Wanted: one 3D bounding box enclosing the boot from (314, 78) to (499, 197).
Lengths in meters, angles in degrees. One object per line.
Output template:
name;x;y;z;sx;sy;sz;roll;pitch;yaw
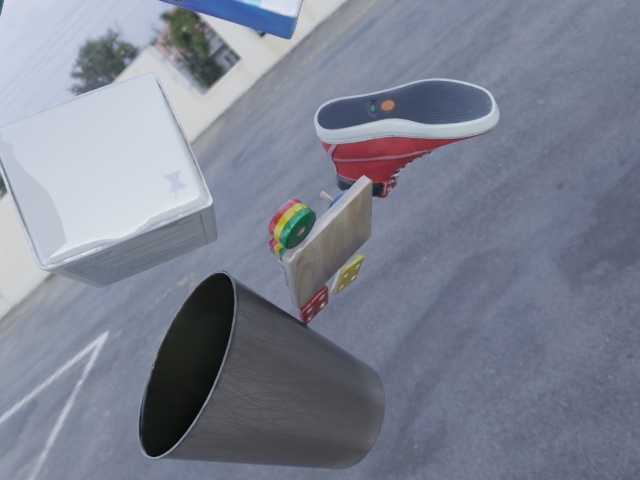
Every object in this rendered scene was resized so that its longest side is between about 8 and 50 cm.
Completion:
boot;0.129;-0.130;1.019;0.244;0.176;0.088;-5;55;14

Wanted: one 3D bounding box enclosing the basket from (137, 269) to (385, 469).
basket;-0.052;0.164;0.797;0.154;0.227;0.204;24;90;58

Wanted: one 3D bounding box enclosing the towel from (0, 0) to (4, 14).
towel;-0.451;-0.279;0.937;0.370;0.040;0.271;47;119;54

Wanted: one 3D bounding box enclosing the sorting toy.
sorting toy;0.000;0.000;0.833;0.132;0.046;0.274;-45;-21;-18

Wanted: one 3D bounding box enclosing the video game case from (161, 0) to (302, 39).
video game case;-0.125;-0.355;0.706;0.061;0.270;0.244;148;136;-77

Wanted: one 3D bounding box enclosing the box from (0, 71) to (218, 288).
box;-0.190;-0.044;0.690;0.149;0.126;0.232;-23;-5;-10
